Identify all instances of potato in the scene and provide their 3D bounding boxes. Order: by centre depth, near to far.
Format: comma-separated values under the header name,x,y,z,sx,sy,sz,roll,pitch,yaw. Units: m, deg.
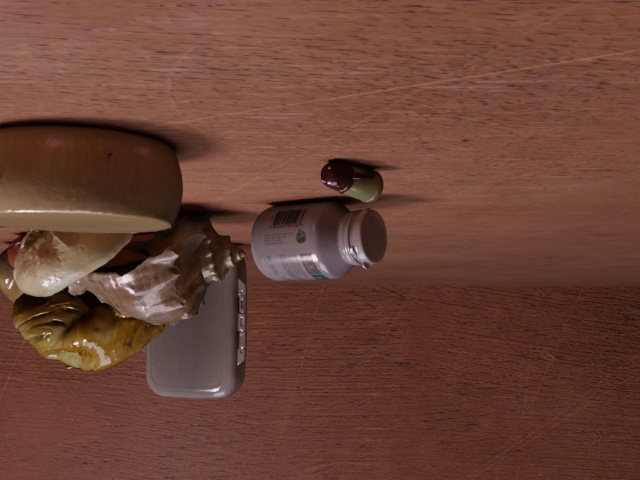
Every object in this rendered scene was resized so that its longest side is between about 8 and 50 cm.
name,x,y,z,sx,sy,sz,roll,pitch,yaw
potato,-0.684,0.091,2.315,0.191,0.141,0.296,39,-159,18

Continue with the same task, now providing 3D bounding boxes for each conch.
name,x,y,z,sx,sy,sz,roll,pitch,yaw
conch,-0.297,0.068,1.700,0.324,0.186,0.263,-26,175,-2

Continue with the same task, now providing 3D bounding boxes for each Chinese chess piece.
name,x,y,z,sx,sy,sz,roll,pitch,yaw
Chinese chess piece,-0.305,-0.070,1.151,0.273,0.102,0.273,1,175,0

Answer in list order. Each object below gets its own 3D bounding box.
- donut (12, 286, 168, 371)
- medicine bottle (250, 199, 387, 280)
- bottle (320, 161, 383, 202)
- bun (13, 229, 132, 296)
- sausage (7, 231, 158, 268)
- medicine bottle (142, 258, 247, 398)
name,x,y,z,sx,sy,sz,roll,pitch,yaw
donut,-0.513,0.142,2.111,0.360,0.360,0.170,-2,130,20
medicine bottle,0.000,0.000,1.586,0.215,0.135,0.135,-3,172,33
bottle,0.041,-0.084,1.266,0.063,0.047,0.101,-37,148,31
bun,-0.429,-0.002,1.562,0.222,0.128,0.222,-27,-167,7
sausage,-0.499,0.028,2.041,0.418,0.094,0.094,0,154,11
medicine bottle,-0.307,0.199,2.283,0.282,0.375,0.123,-1,177,17
